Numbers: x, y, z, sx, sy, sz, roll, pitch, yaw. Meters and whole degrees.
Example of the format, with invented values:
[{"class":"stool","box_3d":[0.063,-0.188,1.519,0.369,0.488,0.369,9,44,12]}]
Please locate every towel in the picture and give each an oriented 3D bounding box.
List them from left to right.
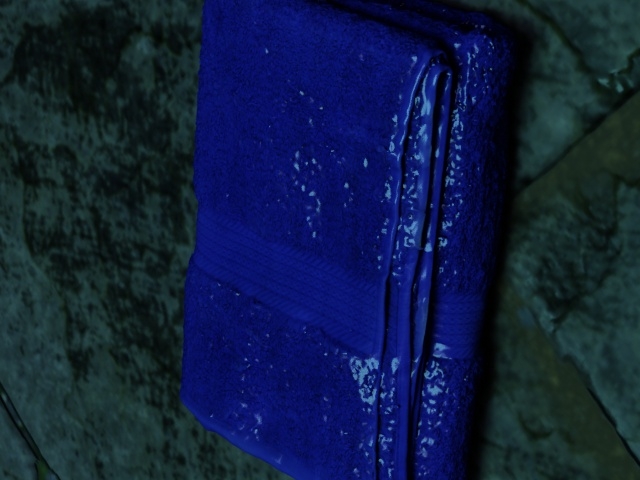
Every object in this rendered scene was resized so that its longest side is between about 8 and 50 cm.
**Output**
[{"class":"towel","box_3d":[0.000,0.000,0.952,0.228,0.076,0.308,20,115,35]}]
